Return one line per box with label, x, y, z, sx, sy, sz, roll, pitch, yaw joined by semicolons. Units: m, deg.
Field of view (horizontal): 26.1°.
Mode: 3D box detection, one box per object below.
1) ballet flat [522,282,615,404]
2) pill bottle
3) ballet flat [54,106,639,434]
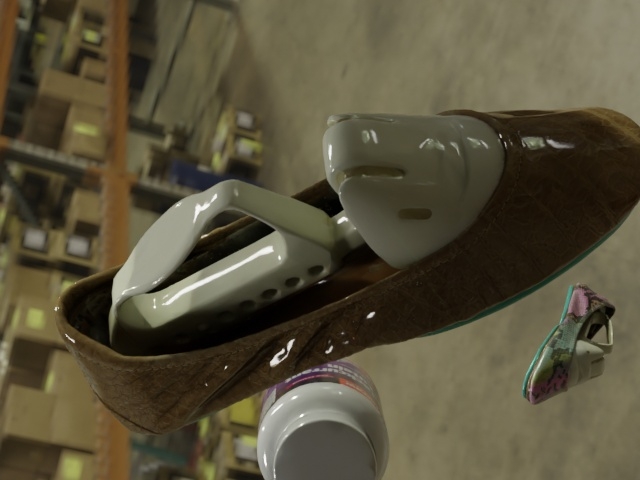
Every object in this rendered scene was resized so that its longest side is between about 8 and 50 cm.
ballet flat;0.309;0.125;1.654;0.221;0.079;0.076;-50;-29;-52
pill bottle;0.002;0.162;1.143;0.193;0.108;0.108;-98;26;-83
ballet flat;0.000;0.000;0.731;0.342;0.124;0.116;-23;47;21
